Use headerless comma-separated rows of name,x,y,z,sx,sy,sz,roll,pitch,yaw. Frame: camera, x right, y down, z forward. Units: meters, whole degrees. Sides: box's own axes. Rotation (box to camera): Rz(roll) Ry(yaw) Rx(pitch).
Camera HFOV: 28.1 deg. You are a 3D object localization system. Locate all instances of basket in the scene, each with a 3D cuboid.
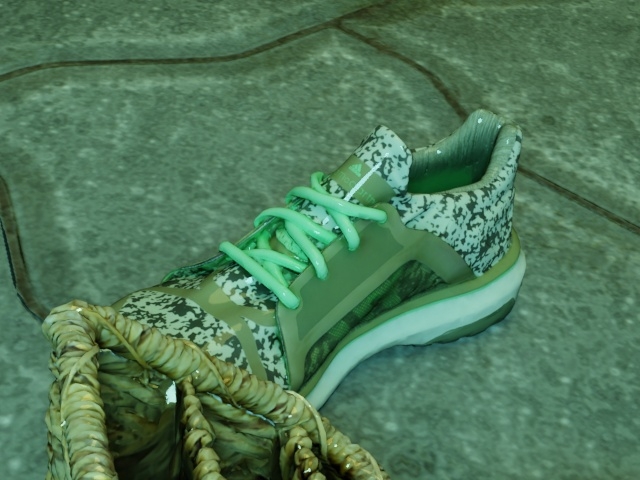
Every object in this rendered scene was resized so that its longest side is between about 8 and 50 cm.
basket,-0.008,0.190,0.583,0.213,0.223,0.299,-2,34,-17

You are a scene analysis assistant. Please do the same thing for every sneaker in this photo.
sneaker,0.000,0.000,0.902,0.410,0.182,0.158,-23,46,-39
